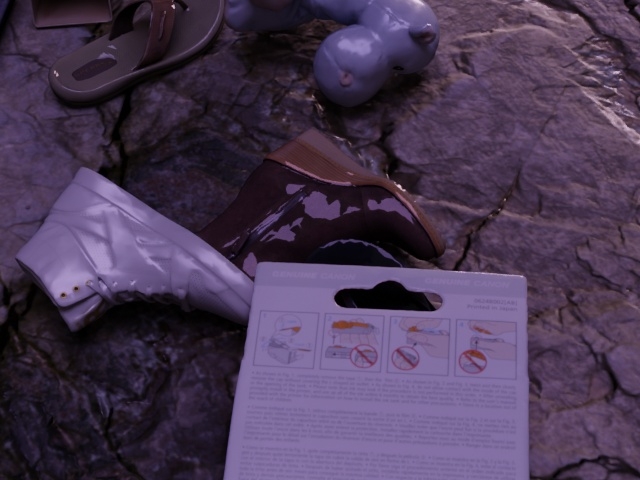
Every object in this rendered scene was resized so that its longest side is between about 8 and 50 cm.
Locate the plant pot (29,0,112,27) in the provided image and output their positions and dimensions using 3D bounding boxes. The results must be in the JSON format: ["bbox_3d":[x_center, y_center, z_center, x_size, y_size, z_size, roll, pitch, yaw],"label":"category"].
[{"bbox_3d":[-0.346,-0.369,1.959,0.109,0.109,0.096,-5,39,-2],"label":"plant pot"}]

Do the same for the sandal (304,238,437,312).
[{"bbox_3d":[0.084,0.082,1.581,0.254,0.054,0.097,40,88,22],"label":"sandal"}]

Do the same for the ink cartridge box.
[{"bbox_3d":[0.062,0.206,1.484,0.308,0.091,0.385,3,54,4],"label":"ink cartridge box"}]

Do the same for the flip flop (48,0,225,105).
[{"bbox_3d":[-0.242,-0.276,1.892,0.277,0.080,0.112,-31,57,-22],"label":"flip flop"}]

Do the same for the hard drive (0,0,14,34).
[{"bbox_3d":[-0.552,-0.318,1.941,0.255,0.054,0.172,8,54,3],"label":"hard drive"}]

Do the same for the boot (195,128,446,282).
[{"bbox_3d":[0.000,0.000,1.684,0.248,0.090,0.207,38,75,22],"label":"boot"}]

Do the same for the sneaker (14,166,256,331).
[{"bbox_3d":[-0.211,0.056,1.626,0.293,0.108,0.169,31,72,19],"label":"sneaker"}]

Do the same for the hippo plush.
[{"bbox_3d":[0.045,-0.302,1.864,0.294,0.234,0.236,-37,89,-8],"label":"hippo plush"}]
